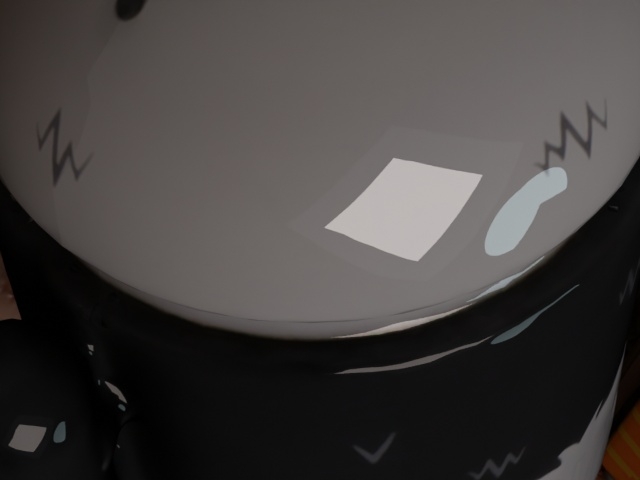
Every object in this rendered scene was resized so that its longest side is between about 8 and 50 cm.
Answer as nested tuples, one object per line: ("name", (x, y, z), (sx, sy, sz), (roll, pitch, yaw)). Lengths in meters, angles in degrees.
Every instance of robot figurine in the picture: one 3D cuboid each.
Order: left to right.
("robot figurine", (-0.001, -0.002, 0.461), (0.174, 0.209, 0.278), (-2, 141, 1))

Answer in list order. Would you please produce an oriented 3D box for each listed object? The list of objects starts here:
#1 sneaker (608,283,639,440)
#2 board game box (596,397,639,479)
("sneaker", (0.126, 0.069, 0.713), (0.086, 0.064, 0.192), (11, 125, -35))
("board game box", (0.330, 0.174, 0.673), (0.356, 0.356, 0.356), (-13, 142, -43))
